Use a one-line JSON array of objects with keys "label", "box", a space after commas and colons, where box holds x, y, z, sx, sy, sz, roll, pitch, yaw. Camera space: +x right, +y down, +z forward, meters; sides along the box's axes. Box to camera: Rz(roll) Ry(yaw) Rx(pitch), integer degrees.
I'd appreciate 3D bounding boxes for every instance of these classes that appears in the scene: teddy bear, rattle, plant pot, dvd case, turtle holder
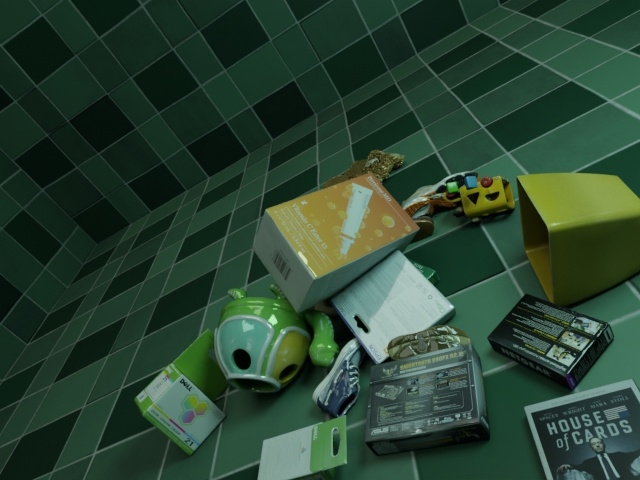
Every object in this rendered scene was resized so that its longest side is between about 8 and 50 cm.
[{"label": "teddy bear", "box": [0.168, -0.236, 1.822, 0.245, 0.113, 0.338, 9, 43, 44]}, {"label": "rattle", "box": [0.079, 0.148, 1.374, 0.200, 0.143, 0.130, -18, 65, 7]}, {"label": "plant pot", "box": [0.532, -0.020, 0.977, 0.187, 0.212, 0.212, -14, 33, 13]}, {"label": "dvd case", "box": [0.427, 0.332, 0.716, 0.179, 0.029, 0.238, -24, 30, 20]}, {"label": "turtle holder", "box": [-0.117, 0.269, 1.240, 0.320, 0.243, 0.227, 10, 56, 0]}]

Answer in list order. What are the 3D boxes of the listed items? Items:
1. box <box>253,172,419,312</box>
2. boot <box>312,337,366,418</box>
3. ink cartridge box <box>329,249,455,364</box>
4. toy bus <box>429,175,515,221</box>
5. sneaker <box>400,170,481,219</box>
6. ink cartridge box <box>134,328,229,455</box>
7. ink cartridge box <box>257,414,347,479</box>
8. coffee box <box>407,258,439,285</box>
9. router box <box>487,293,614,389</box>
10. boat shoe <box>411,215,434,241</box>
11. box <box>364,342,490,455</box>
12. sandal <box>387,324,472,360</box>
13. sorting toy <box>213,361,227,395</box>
[{"label": "box", "box": [0.040, -0.004, 1.222, 0.345, 0.215, 0.168, -24, -25, -33]}, {"label": "boot", "box": [0.069, 0.316, 1.104, 0.086, 0.069, 0.190, 18, 66, 48]}, {"label": "ink cartridge box", "box": [0.169, 0.161, 1.162, 0.224, 0.045, 0.223, -35, 51, -4]}, {"label": "toy bus", "box": [0.425, -0.104, 1.314, 0.191, 0.104, 0.202, -9, -9, -8]}, {"label": "sneaker", "box": [0.355, -0.146, 1.469, 0.262, 0.099, 0.121, -27, 24, 13]}, {"label": "ink cartridge box", "box": [-0.322, 0.393, 1.267, 0.255, 0.189, 0.097, -46, 29, -19]}, {"label": "ink cartridge box", "box": [-0.025, 0.449, 0.990, 0.209, 0.062, 0.109, -25, 30, 19]}, {"label": "coffee box", "box": [0.208, 0.134, 1.246, 0.184, 0.040, 0.113, -43, 31, -14]}, {"label": "router box", "box": [0.432, 0.185, 0.918, 0.133, 0.046, 0.179, -43, 28, -13]}, {"label": "boat shoe", "box": [0.238, -0.028, 1.431, 0.207, 0.073, 0.073, -21, 33, 25]}, {"label": "box", "box": [0.206, 0.314, 0.954, 0.231, 0.056, 0.183, -21, 30, 24]}, {"label": "sandal", "box": [0.238, 0.231, 1.050, 0.180, 0.049, 0.072, -12, 58, 14]}, {"label": "sorting toy", "box": [-0.324, 0.355, 1.399, 0.127, 0.126, 0.365, 2, 45, 49]}]
